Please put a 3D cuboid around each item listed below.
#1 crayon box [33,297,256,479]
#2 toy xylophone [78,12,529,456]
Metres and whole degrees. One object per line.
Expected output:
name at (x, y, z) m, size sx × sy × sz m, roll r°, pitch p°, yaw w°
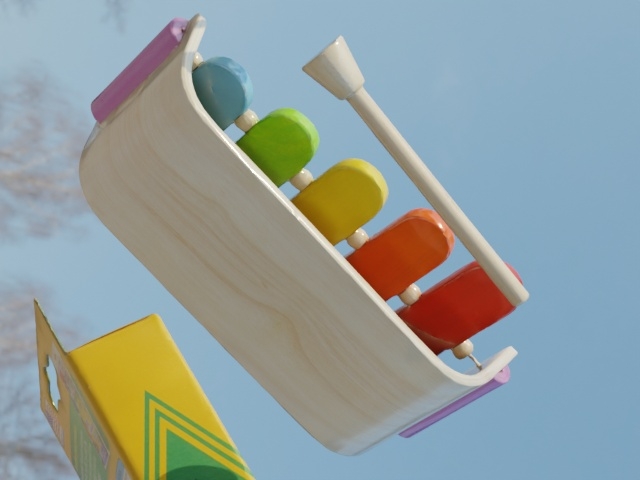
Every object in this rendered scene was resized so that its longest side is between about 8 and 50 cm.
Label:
crayon box at (-0.115, 0.203, 1.058) m, size 0.323 × 0.083 × 0.203 m, roll 56°, pitch -24°, yaw 23°
toy xylophone at (0.000, 0.000, 0.847) m, size 0.236 × 0.322 × 0.081 m, roll -27°, pitch -163°, yaw 35°
